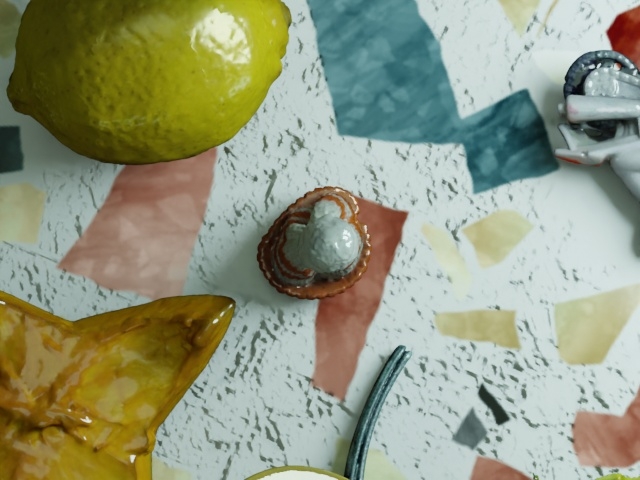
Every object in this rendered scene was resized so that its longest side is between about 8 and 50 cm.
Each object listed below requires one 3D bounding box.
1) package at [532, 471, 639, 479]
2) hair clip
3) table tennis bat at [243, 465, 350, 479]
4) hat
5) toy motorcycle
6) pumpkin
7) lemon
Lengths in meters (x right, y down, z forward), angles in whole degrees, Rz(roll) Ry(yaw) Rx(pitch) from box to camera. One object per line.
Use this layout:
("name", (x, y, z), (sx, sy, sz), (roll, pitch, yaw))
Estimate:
("package", (0.265, 0.303, 1.556), (0.168, 0.090, 0.226), (-9, 80, -2))
("hair clip", (0.042, 0.202, 1.602), (0.070, 0.039, 0.229), (10, 78, -1))
("table tennis bat", (0.046, 0.302, 1.520), (0.321, 0.050, 0.198), (20, 55, -19))
("hat", (0.000, 0.000, 1.580), (0.093, 0.162, 0.112), (41, 85, 4))
("toy motorcycle", (0.332, -0.070, 1.631), (0.260, 0.110, 0.171), (18, 91, 8))
("pumpkin", (-0.236, 0.153, 1.577), (0.290, 0.095, 0.258), (10, 89, 1))
("lemon", (-0.152, -0.168, 1.592), (0.260, 0.204, 0.204), (-14, 79, -3))
